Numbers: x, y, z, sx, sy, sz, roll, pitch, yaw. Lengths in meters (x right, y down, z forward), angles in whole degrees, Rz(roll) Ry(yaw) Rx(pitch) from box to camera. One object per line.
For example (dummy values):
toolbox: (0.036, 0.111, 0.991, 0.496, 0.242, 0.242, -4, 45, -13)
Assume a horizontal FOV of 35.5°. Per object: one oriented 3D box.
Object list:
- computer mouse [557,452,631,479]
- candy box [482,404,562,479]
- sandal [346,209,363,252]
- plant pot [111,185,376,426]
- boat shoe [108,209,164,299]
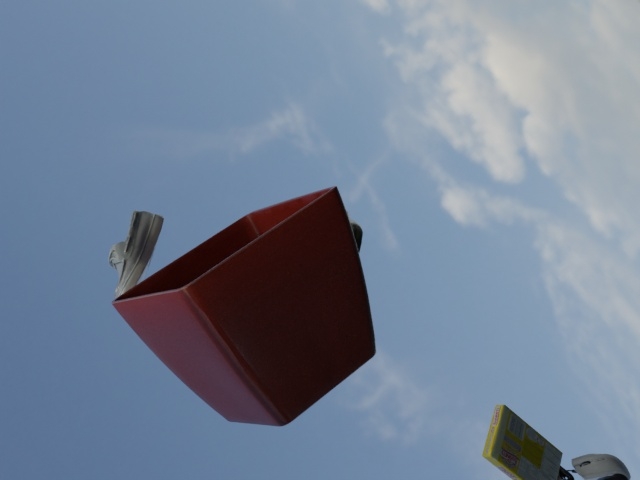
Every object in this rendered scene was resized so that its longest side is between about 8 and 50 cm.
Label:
computer mouse: (0.564, 0.471, 2.096, 0.193, 0.042, 0.106, 3, -151, -16)
candy box: (0.377, 0.397, 1.853, 0.206, 0.027, 0.105, 41, -122, -32)
sandal: (0.000, -0.001, 1.633, 0.086, 0.120, 0.303, 5, -177, -10)
plant pot: (-0.080, 0.106, 1.380, 0.267, 0.267, 0.236, -35, -78, -29)
boat shoe: (-0.291, 0.023, 1.531, 0.063, 0.066, 0.184, 18, -127, -6)
